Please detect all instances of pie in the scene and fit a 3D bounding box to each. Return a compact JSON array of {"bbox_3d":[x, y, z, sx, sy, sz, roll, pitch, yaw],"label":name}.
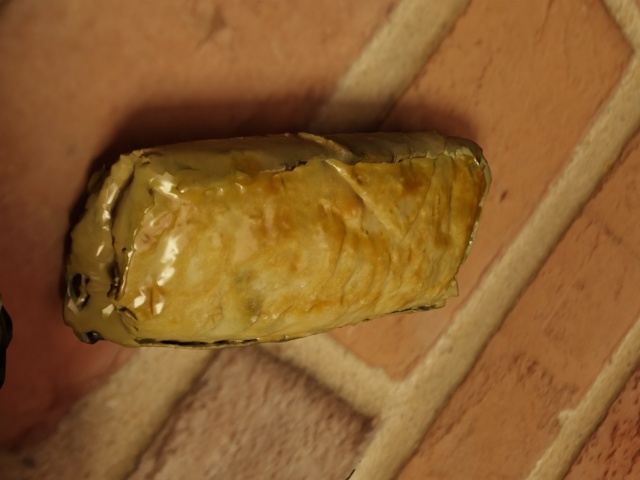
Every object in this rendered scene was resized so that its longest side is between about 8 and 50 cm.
[{"bbox_3d":[0.000,0.000,0.540,0.282,0.068,0.128,-6,116,-44],"label":"pie"}]

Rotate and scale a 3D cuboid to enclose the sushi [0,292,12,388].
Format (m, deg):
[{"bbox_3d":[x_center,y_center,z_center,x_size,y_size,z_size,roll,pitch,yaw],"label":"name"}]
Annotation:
[{"bbox_3d":[-0.234,-0.015,0.232,0.182,0.196,0.343,-52,137,-1],"label":"sushi"}]
